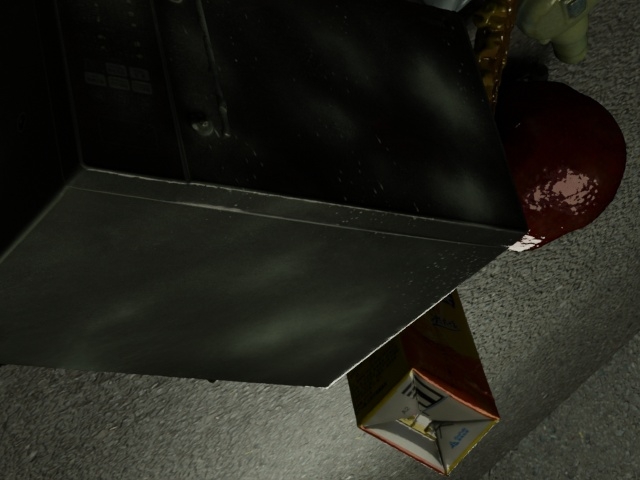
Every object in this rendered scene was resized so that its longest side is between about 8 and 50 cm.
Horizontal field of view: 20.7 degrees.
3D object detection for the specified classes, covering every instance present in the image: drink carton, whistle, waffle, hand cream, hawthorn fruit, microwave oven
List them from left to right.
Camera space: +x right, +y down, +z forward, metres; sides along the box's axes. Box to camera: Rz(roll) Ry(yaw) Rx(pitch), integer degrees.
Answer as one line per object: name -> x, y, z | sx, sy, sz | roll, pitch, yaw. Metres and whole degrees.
microwave oven -> -0.107, -0.049, 1.494 | 0.432, 0.236, 0.374 | 9, 145, -36
drink carton -> 0.106, 0.119, 2.193 | 0.154, 0.351, 0.111 | 31, 113, -26
waffle -> 0.185, -0.214, 1.922 | 0.228, 0.051, 0.231 | -61, 162, -63
hawthorn fruit -> 0.254, -0.102, 2.196 | 0.230, 0.210, 0.266 | -13, 163, 30
hand cream -> 0.281, -0.199, 2.292 | 0.035, 0.022, 0.102 | -35, 163, -19
whistle -> 0.292, -0.275, 2.100 | 0.126, 0.067, 0.258 | -36, 161, 0

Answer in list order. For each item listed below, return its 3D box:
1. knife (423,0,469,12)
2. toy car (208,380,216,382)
knife -> 0.214, -0.335, 1.814 | 0.331, 0.044, 0.080 | -44, 168, -30
toy car -> -0.144, 0.017, 1.760 | 0.124, 0.256, 0.101 | -33, 157, -21
